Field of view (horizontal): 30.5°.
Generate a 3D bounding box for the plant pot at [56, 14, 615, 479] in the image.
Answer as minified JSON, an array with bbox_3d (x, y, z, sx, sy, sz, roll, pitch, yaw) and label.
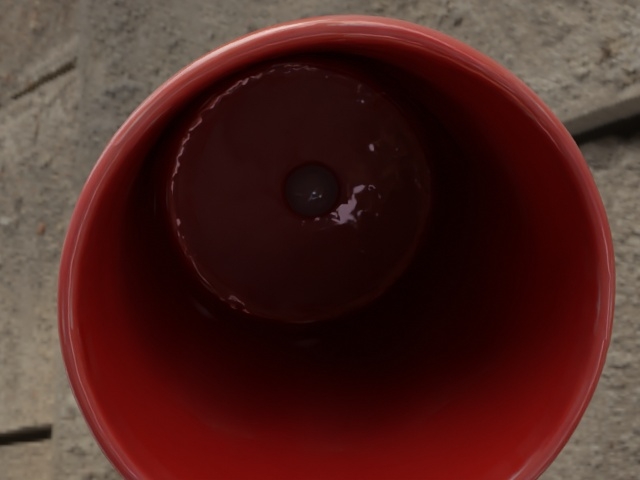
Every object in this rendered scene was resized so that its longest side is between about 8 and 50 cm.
[{"bbox_3d":[0.000,0.000,0.661,0.243,0.275,0.275,-108,38,-72],"label":"plant pot"}]
